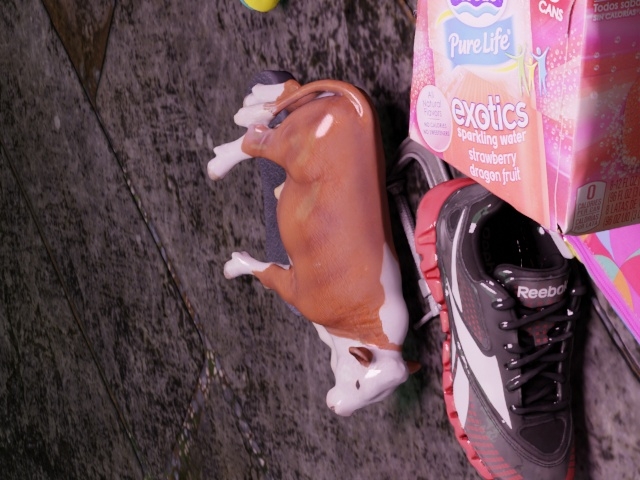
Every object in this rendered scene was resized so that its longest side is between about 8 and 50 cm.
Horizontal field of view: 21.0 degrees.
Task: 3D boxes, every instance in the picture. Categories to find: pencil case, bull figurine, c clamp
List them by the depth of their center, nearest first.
[{"bbox_3d":[0.235,0.027,1.171,0.236,0.104,0.104,54,144,39],"label":"pencil case"},{"bbox_3d":[0.089,-0.010,1.530,0.137,0.022,0.161,-32,72,62],"label":"c clamp"},{"bbox_3d":[0.000,0.000,1.557,0.188,0.101,0.310,11,112,36],"label":"bull figurine"}]

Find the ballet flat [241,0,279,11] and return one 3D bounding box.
[{"bbox_3d":[-0.066,-0.339,1.663,0.077,0.077,0.231,-17,82,47],"label":"ballet flat"}]

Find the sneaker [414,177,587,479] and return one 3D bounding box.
[{"bbox_3d":[0.152,0.077,1.351,0.135,0.097,0.276,155,104,-65],"label":"sneaker"}]

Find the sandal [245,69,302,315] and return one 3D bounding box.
[{"bbox_3d":[-0.017,-0.052,1.705,0.097,0.054,0.254,-35,60,54],"label":"sandal"}]

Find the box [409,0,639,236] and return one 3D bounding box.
[{"bbox_3d":[0.214,-0.114,0.930,0.154,0.300,0.142,41,135,52],"label":"box"}]
